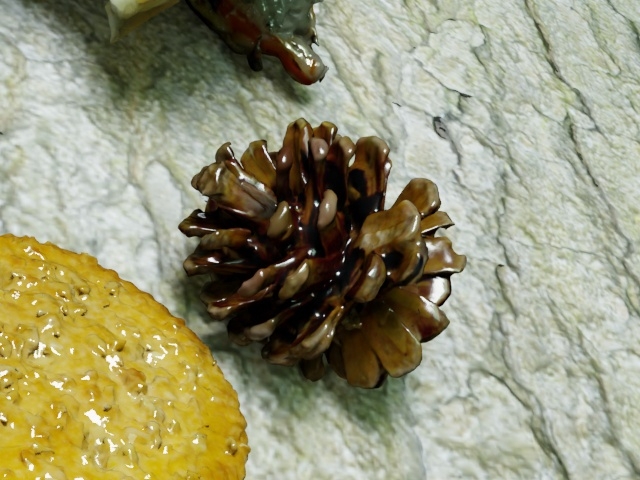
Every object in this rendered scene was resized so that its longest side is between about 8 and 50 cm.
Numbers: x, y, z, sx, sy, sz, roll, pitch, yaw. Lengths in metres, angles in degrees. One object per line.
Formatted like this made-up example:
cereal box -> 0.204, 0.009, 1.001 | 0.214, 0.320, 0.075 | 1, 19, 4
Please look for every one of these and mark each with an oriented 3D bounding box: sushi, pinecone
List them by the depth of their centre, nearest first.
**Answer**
pinecone -> 0.000, 0.002, 0.679 | 0.195, 0.150, 0.179 | 22, 53, -15
sushi -> -0.062, -0.232, 0.856 | 0.226, 0.103, 0.097 | 51, 51, 2

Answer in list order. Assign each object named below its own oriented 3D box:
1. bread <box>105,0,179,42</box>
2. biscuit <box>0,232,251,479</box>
bread -> -0.161, -0.297, 0.728 | 0.370, 0.191, 0.314 | -33, 82, -4
biscuit -> -0.151, 0.070, 0.540 | 0.254, 0.035, 0.254 | 26, 22, -12
